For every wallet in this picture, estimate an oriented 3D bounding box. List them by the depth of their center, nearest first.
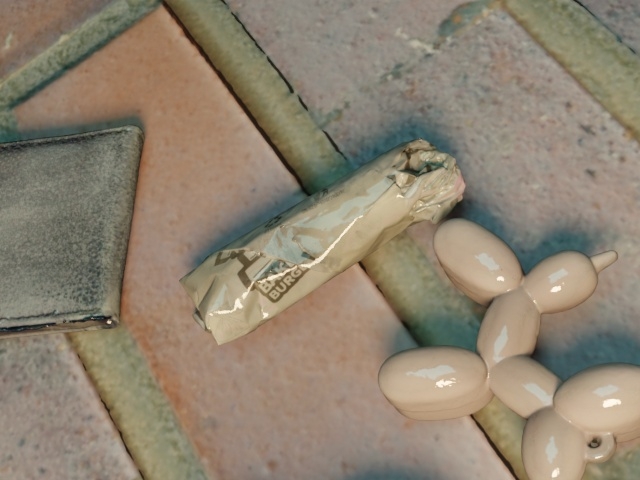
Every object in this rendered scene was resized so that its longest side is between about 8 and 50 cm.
[{"bbox_3d":[-0.239,-0.002,0.897,0.222,0.036,0.167,-6,59,15],"label":"wallet"}]

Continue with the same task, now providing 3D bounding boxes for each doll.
[{"bbox_3d":[0.121,0.070,0.707,0.160,0.059,0.161,11,66,27],"label":"doll"}]

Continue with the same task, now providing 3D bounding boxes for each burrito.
[{"bbox_3d":[0.000,0.000,0.792,0.203,0.064,0.064,-29,56,4],"label":"burrito"}]
